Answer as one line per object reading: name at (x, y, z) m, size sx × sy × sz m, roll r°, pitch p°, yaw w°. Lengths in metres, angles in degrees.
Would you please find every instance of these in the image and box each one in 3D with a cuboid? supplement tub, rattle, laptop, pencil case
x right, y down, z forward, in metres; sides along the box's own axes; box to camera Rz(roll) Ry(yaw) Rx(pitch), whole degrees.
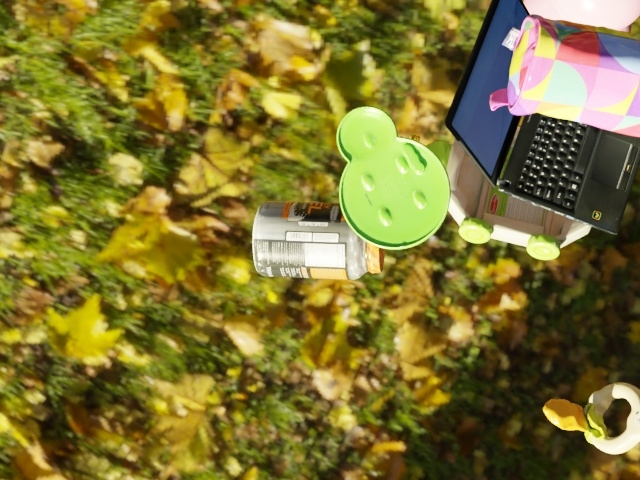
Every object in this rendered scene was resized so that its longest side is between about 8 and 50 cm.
supplement tub at (0.000, 0.000, 1.732) m, size 0.117 × 0.190 × 0.117 m, roll 2°, pitch 90°, yaw -82°
rattle at (0.506, 0.284, 1.940) m, size 0.142 × 0.199 × 0.130 m, roll 42°, pitch 64°, yaw -23°
laptop at (0.310, -0.174, 1.483) m, size 0.264 × 0.136 × 0.234 m, roll 22°, pitch 72°, yaw 4°
pencil case at (0.287, -0.148, 1.083) m, size 0.236 × 0.104 × 0.105 m, roll 10°, pitch 95°, yaw -5°

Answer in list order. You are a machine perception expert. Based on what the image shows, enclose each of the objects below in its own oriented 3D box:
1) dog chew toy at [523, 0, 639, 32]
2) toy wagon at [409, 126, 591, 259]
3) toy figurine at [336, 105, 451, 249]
dog chew toy at (0.492, -0.444, 2.047) m, size 0.206 × 0.332 × 0.207 m, roll 6°, pitch 63°, yaw -12°
toy wagon at (0.313, -0.111, 2.010) m, size 0.068 × 0.344 × 0.267 m, roll 92°, pitch 13°, yaw -60°
toy figurine at (0.091, -0.076, 1.392) m, size 0.130 × 0.159 × 0.173 m, roll -28°, pitch 86°, yaw 12°
